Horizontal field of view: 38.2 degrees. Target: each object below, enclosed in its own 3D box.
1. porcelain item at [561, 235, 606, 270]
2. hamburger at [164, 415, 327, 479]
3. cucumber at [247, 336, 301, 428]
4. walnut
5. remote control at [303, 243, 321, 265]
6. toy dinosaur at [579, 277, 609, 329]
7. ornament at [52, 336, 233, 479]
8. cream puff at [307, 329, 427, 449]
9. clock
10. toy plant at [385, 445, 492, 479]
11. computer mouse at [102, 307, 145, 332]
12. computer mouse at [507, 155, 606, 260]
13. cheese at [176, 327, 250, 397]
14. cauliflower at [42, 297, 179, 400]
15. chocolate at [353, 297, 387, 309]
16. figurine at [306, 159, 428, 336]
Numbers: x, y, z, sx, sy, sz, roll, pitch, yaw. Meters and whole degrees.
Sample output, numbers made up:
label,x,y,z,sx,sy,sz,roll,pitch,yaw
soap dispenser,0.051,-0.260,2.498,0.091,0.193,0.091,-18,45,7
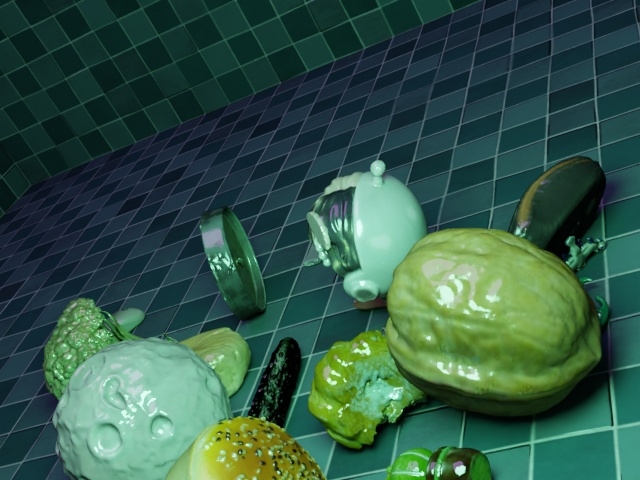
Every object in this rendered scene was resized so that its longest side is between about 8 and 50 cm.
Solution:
label,x,y,z,sx,sy,sz,roll,pitch,yaw
porcelain item,0.474,0.022,1.721,0.136,0.075,0.021,-39,29,-19
hamburger,-0.095,0.409,1.391,0.176,0.300,0.300,-36,20,27
cucumber,-0.089,0.298,1.825,0.072,0.081,0.303,19,30,0
walnut,0.276,0.134,1.468,0.344,0.306,0.306,20,50,27
remote control,0.000,0.000,2.333,0.050,0.027,0.184,-16,29,28
toy dinosaur,0.454,0.114,1.610,0.096,0.059,0.132,-7,41,25
ornament,-0.335,0.340,1.735,0.337,0.337,0.337,-24,26,13
cream puff,0.071,0.247,1.639,0.221,0.194,0.195,-31,25,-12
clock,-0.201,0.050,2.169,0.055,0.280,0.280,-20,26,7
toy plant,0.174,0.361,1.406,0.162,0.092,0.093,-14,30,37
computer mouse,-0.554,0.234,2.468,0.182,0.056,0.089,-43,23,-24
computer mouse,0.431,-0.037,1.759,0.116,0.183,0.323,25,55,32
cheese,-0.259,0.278,2.010,0.226,0.117,0.214,-27,21,-5
cauliflower,-0.513,0.290,2.151,0.260,0.281,0.327,-28,53,35
chocolate,0.119,0.126,1.966,0.101,0.031,0.064,-12,41,33
figurine,0.133,0.021,1.781,0.211,0.361,0.253,-36,20,14
